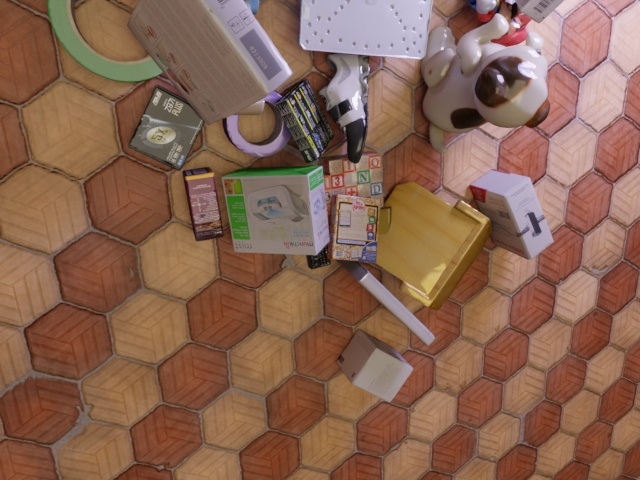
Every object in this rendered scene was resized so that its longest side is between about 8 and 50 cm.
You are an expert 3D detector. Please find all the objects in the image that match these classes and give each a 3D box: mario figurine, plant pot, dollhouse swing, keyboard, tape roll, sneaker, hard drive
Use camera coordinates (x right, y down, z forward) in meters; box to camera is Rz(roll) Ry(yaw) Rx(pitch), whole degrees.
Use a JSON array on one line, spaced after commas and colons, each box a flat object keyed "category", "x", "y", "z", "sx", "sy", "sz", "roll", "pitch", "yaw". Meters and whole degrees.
[{"category": "mario figurine", "x": 0.533, "y": -0.728, "z": 1.495, "sx": 0.321, "sy": 0.170, "sz": 0.198, "roll": 38, "pitch": 90, "yaw": -24}, {"category": "plant pot", "x": 0.188, "y": -0.062, "z": 1.594, "sx": 0.081, "sy": 0.081, "sz": 0.083, "roll": -4, "pitch": 99, "yaw": 12}, {"category": "dollhouse swing", "x": 0.358, "y": 0.011, "z": 1.720, "sx": 0.346, "sy": 0.305, "sz": 0.315, "roll": -57, "pitch": 156, "yaw": 4}, {"category": "keyboard", "x": 0.000, "y": 0.000, "z": 1.609, "sx": 0.108, "sy": 0.023, "sz": 0.180, "roll": -16, "pitch": 112, "yaw": -15}, {"category": "tape roll", "x": -0.178, "y": -0.335, "z": 1.411, "sx": 0.189, "sy": 0.080, "sz": 0.188, "roll": -6, "pitch": 108, "yaw": -19}, {"category": "sneaker", "x": 0.066, "y": -0.386, "z": 1.453, "sx": 0.147, "sy": 0.122, "sz": 0.330, "roll": 0, "pitch": 85, "yaw": -5}, {"category": "hard drive", "x": 0.205, "y": 0.181, "z": 1.621, "sx": 0.047, "sy": 0.233, "sz": 0.353, "roll": -47, "pitch": 115, "yaw": 0}, {"category": "tape roll", "x": -0.491, "y": -0.558, "z": 1.233, "sx": 0.322, "sy": 0.077, "sz": 0.320, "roll": -6, "pitch": 109, "yaw": -18}]

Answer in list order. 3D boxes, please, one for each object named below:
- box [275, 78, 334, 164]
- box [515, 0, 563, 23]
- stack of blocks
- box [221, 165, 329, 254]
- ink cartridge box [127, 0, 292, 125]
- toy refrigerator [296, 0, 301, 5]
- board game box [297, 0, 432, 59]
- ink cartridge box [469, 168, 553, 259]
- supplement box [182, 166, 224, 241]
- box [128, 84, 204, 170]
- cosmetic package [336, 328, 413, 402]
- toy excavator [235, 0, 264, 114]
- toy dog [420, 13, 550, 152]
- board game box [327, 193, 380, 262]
[{"category": "box", "x": -0.038, "y": -0.338, "z": 1.412, "sx": 0.045, "sy": 0.184, "sz": 0.190, "roll": -14, "pitch": 119, "yaw": 30}, {"category": "box", "x": 0.604, "y": -0.771, "z": 1.443, "sx": 0.094, "sy": 0.275, "sz": 0.113, "roll": 12, "pitch": 143, "yaw": -31}, {"category": "stack of blocks", "x": 0.038, "y": -0.169, "z": 1.534, "sx": 0.298, "sy": 0.087, "sz": 0.171, "roll": -11, "pitch": 110, "yaw": -16}, {"category": "box", "x": -0.122, "y": -0.086, "z": 1.416, "sx": 0.262, "sy": 0.127, "sz": 0.230, "roll": 2, "pitch": 110, "yaw": 20}, {"category": "ink cartridge box", "x": -0.262, "y": -0.431, "z": 1.113, "sx": 0.091, "sy": 0.385, "sz": 0.308, "roll": -47, "pitch": 113, "yaw": -21}, {"category": "toy refrigerator", "x": 0.034, "y": -0.756, "z": 1.347, "sx": 0.102, "sy": 0.094, "sz": 0.269, "roll": 37, "pitch": 91, "yaw": -25}, {"category": "board game box", "x": 0.129, "y": -0.700, "z": 1.325, "sx": 0.390, "sy": 0.050, "sz": 0.389, "roll": -5, "pitch": 112, "yaw": -23}, {"category": "ink cartridge box", "x": 0.656, "y": -0.092, "z": 1.717, "sx": 0.114, "sy": 0.197, "sz": 0.272, "roll": -34, "pitch": 115, "yaw": -7}, {"category": "supplement box", "x": -0.333, "y": -0.104, "z": 1.413, "sx": 0.081, "sy": 0.104, "sz": 0.188, "roll": -11, "pitch": 110, "yaw": -16}, {"category": "box", "x": -0.408, "y": -0.302, "z": 1.340, "sx": 0.147, "sy": 0.077, "sz": 0.180, "roll": 26, "pitch": 96, "yaw": -24}, {"category": "cosmetic package", "x": 0.187, "y": 0.436, "z": 1.739, "sx": 0.184, "sy": 0.151, "sz": 0.151, "roll": 33, "pitch": 93, "yaw": -26}, {"category": "toy excavator", "x": -0.195, "y": -0.590, "z": 1.192, "sx": 0.223, "sy": 0.433, "sz": 0.444, "roll": -4, "pitch": 66, "yaw": -18}, {"category": "toy dog", "x": 0.462, "y": -0.441, "z": 1.424, "sx": 0.285, "sy": 0.408, "sz": 0.395, "roll": 30, "pitch": 94, "yaw": -24}, {"category": "board game box", "x": 0.101, "y": -0.035, "z": 1.496, "sx": 0.147, "sy": 0.045, "sz": 0.193, "roll": 6, "pitch": 88, "yaw": -20}]
